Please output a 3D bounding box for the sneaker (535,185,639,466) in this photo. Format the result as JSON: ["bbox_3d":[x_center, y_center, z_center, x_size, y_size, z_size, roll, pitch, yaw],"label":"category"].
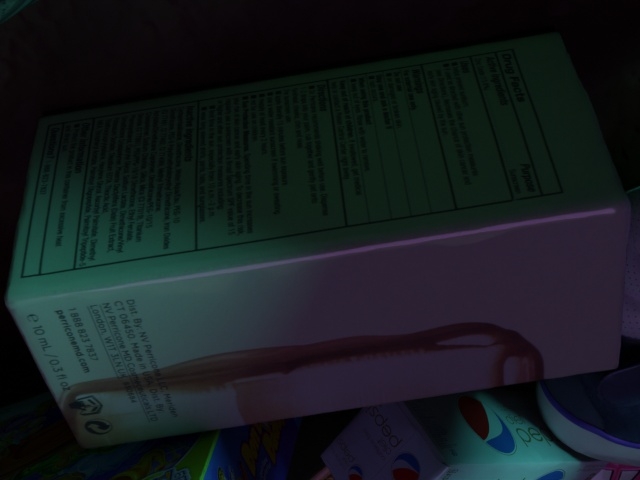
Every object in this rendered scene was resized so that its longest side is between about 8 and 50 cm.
[{"bbox_3d":[0.307,0.049,0.665,0.323,0.130,0.236,6,136,-3],"label":"sneaker"}]

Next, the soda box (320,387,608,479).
[{"bbox_3d":[0.103,0.145,0.715,0.216,0.069,0.074,13,123,-49],"label":"soda box"}]

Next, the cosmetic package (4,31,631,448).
[{"bbox_3d":[0.000,0.000,0.582,0.296,0.153,0.129,-8,133,4],"label":"cosmetic package"}]

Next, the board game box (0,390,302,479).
[{"bbox_3d":[-0.194,0.180,0.663,0.347,0.233,0.078,-20,106,12],"label":"board game box"}]

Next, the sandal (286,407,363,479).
[{"bbox_3d":[0.035,0.137,0.750,0.079,0.088,0.240,34,117,-23],"label":"sandal"}]

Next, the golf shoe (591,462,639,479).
[{"bbox_3d":[0.247,0.188,0.817,0.186,0.086,0.067,-7,134,2],"label":"golf shoe"}]

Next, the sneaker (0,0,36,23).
[{"bbox_3d":[-0.284,-0.113,0.397,0.483,0.202,0.185,-19,110,7],"label":"sneaker"}]
